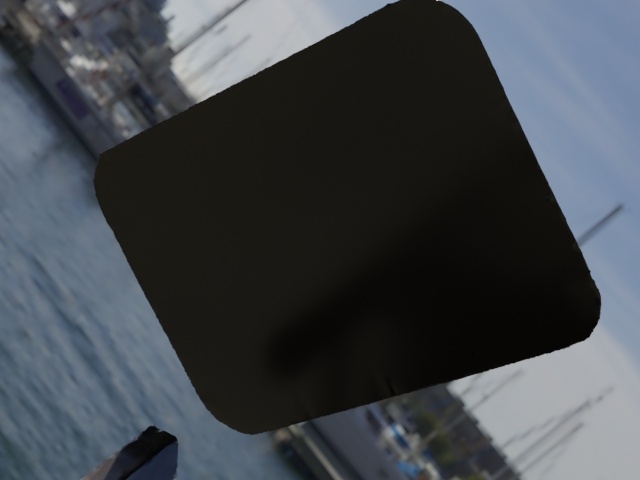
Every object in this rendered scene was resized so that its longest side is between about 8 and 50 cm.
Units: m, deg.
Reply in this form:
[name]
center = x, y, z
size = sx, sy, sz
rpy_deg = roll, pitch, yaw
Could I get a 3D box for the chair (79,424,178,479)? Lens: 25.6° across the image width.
[chair]
center = -0.139, 0.302, 0.608
size = 0.203, 0.416, 0.240
rpy_deg = 23, -55, 27

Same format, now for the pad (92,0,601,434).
[pad]
center = 0.000, 0.000, 0.705
size = 0.004, 0.267, 0.181
rpy_deg = -35, 101, -49
